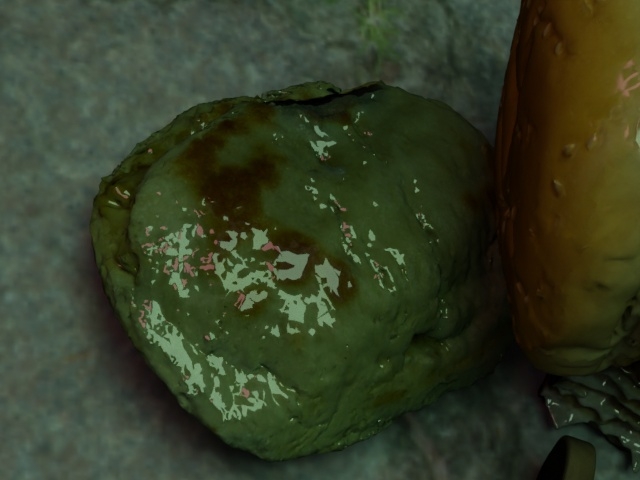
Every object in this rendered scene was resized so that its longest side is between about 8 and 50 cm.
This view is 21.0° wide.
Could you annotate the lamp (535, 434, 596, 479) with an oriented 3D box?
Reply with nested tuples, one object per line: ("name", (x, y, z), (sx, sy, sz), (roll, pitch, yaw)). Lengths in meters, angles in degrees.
("lamp", (0.214, 0.171, 0.886), (0.215, 0.121, 0.121), (20, 60, -3))

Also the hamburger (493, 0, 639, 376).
("hamburger", (0.167, -0.055, 0.838), (0.163, 0.244, 0.244), (-4, 66, 1))

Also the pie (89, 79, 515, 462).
("pie", (0.000, 0.000, 0.890), (0.248, 0.090, 0.201), (-22, 76, -34))

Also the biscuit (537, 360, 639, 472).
("biscuit", (0.216, 0.018, 0.984), (0.106, 0.070, 0.252), (33, 59, -5))
